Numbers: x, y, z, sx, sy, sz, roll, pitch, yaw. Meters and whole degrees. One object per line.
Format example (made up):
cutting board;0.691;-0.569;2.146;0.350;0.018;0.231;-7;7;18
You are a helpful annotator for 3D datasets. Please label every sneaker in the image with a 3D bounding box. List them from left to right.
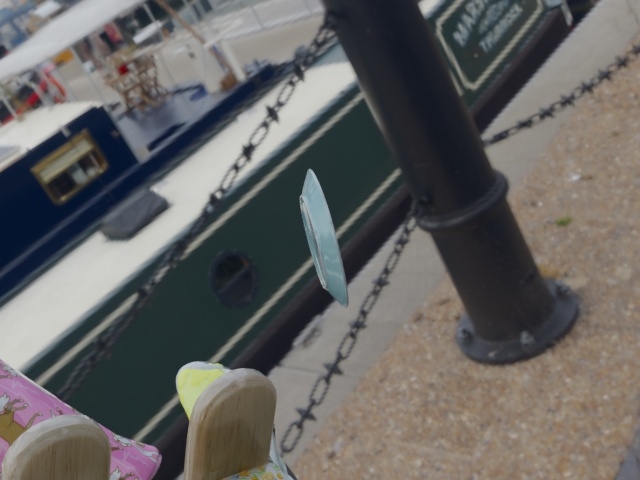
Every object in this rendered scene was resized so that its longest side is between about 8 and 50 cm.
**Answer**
sneaker;-0.156;0.383;1.572;0.145;0.385;0.147;-43;-20;26

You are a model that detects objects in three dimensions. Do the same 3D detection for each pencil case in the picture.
pencil case;-0.396;0.236;1.108;0.167;0.386;0.160;-49;11;33

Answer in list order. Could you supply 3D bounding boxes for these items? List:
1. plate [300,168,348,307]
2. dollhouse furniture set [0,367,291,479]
plate;0.000;0.000;1.146;0.024;0.188;0.188;-14;23;-6
dollhouse furniture set;-0.071;0.194;0.398;0.394;0.257;0.362;-10;30;-37
